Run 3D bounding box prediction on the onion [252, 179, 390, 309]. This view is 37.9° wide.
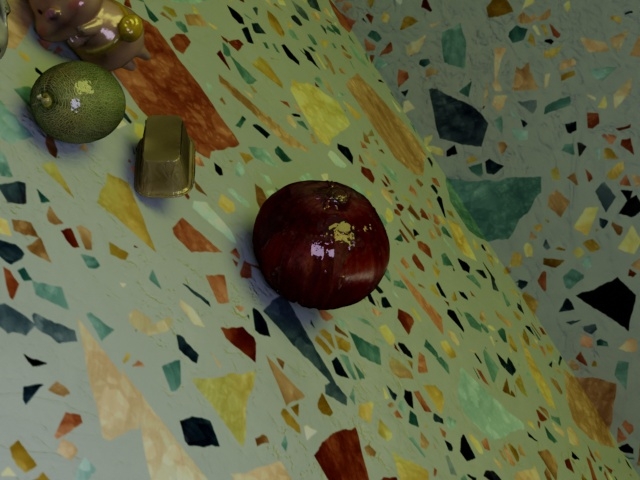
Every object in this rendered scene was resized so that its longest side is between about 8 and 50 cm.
[{"bbox_3d":[0.000,0.000,1.799,0.276,0.276,0.276,38,30,-27],"label":"onion"}]

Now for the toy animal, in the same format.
[{"bbox_3d":[-0.420,-0.403,1.711,0.248,0.165,0.149,45,22,-31],"label":"toy animal"}]

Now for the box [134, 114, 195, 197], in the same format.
[{"bbox_3d":[-0.283,-0.149,1.687,0.111,0.111,0.177,35,33,-33],"label":"box"}]

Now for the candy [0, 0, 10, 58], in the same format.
[{"bbox_3d":[-0.639,-0.420,1.339,0.386,0.186,0.427,35,28,-48],"label":"candy"}]

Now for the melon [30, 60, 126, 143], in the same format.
[{"bbox_3d":[-0.403,-0.228,1.542,0.139,0.139,0.192,57,22,8],"label":"melon"}]
